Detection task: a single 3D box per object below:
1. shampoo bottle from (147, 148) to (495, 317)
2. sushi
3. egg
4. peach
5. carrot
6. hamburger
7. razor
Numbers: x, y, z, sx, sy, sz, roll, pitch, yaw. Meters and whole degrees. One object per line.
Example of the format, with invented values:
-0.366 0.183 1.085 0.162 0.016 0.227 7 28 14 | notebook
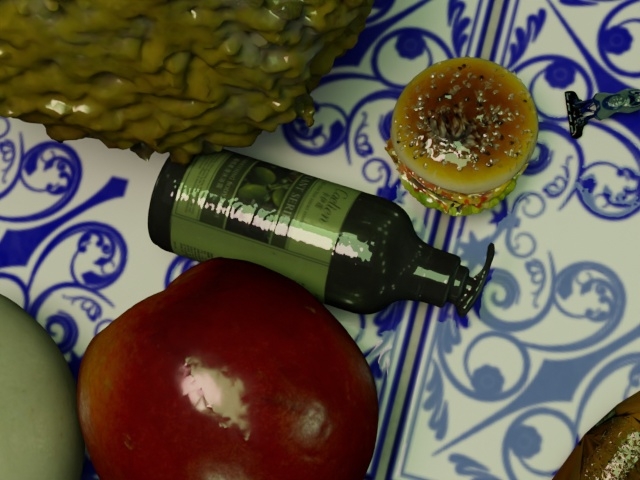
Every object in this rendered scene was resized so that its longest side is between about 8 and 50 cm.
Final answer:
0.000 0.000 0.991 0.284 0.101 0.101 18 81 11 | shampoo bottle
-0.138 -0.262 0.933 0.397 0.240 0.351 10 57 -21 | sushi
-0.286 0.158 0.953 0.187 0.186 0.253 -11 77 6 | egg
-0.074 0.138 0.923 0.244 0.199 0.243 1 94 13 | peach
0.210 0.210 0.935 0.069 0.069 0.228 41 87 14 | carrot
0.120 -0.089 1.004 0.126 0.081 0.141 34 83 13 | hamburger
0.291 -0.120 1.014 0.155 0.028 0.044 -6 77 7 | razor
